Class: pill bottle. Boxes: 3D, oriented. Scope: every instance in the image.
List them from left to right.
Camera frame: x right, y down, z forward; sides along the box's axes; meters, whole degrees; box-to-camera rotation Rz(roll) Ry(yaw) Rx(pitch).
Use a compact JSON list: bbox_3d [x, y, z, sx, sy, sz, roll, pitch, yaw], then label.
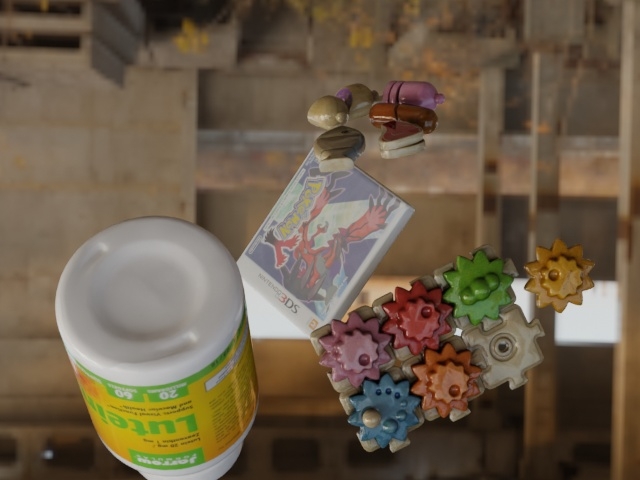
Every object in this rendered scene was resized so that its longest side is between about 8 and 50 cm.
[{"bbox_3d":[-0.118,0.100,1.207,0.136,0.136,0.245,1,148,3],"label":"pill bottle"}]

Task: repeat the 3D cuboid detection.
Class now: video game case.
[{"bbox_3d":[0.000,0.000,1.906,0.183,0.201,0.023,38,-173,41],"label":"video game case"}]

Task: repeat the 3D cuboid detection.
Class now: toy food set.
[{"bbox_3d":[0.032,-0.069,0.851,0.078,0.019,0.122,-9,-160,-1],"label":"toy food set"}]

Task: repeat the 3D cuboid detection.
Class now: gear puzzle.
[{"bbox_3d":[0.171,0.108,1.773,0.339,0.175,0.044,-27,-169,-7],"label":"gear puzzle"}]
